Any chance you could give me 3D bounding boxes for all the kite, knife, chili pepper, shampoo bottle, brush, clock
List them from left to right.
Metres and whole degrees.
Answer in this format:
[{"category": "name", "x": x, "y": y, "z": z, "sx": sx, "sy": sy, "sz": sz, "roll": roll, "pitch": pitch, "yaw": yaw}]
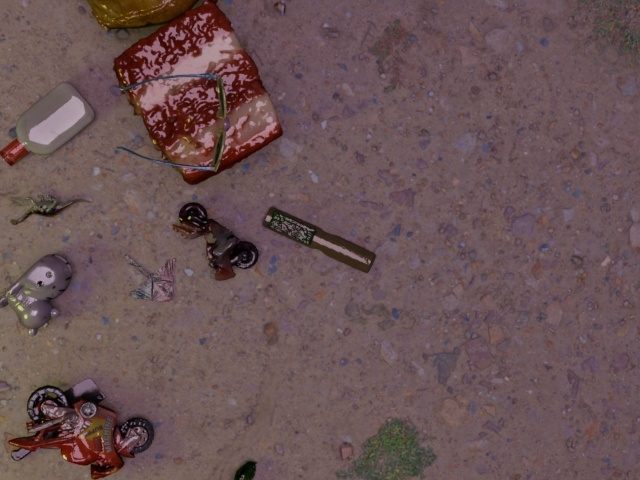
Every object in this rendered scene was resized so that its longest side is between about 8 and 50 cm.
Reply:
[{"category": "clock", "x": -0.618, "y": 0.118, "z": 1.801, "sx": 0.176, "sy": 0.080, "sz": 0.117, "roll": -45, "pitch": 98, "yaw": -3}, {"category": "shampoo bottle", "x": -0.615, "y": -0.249, "z": 1.796, "sx": 0.221, "sy": 0.051, "sz": 0.108, "roll": -40, "pitch": 100, "yaw": -5}, {"category": "knife", "x": -0.613, "y": 0.409, "z": 1.851, "sx": 0.245, "sy": 0.019, "sz": 0.072, "roll": -37, "pitch": 96, "yaw": -9}, {"category": "kite", "x": -0.393, "y": 0.082, "z": 1.872, "sx": 0.137, "sy": 0.005, "sz": 0.152, "roll": -39, "pitch": 98, "yaw": -7}, {"category": "chili pepper", "x": -0.157, "y": 0.668, "z": 1.909, "sx": 0.122, "sy": 0.065, "sz": 0.278, "roll": -23, "pitch": 92, "yaw": -3}, {"category": "brush", "x": 0.000, "y": 0.000, "z": 1.911, "sx": 0.282, "sy": 0.048, "sz": 0.054, "roll": 25, "pitch": 92, "yaw": -11}]

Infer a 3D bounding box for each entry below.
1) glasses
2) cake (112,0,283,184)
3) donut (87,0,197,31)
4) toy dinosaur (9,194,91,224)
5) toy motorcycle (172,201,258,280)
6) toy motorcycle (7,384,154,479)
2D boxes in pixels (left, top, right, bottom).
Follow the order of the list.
[{"category": "glasses", "x": -0.282, "y": -0.237, "z": 1.588, "sx": 0.221, "sy": 0.088, "sz": 0.189, "roll": 6, "pitch": 102, "yaw": 9}, {"category": "cake", "x": -0.261, "y": -0.301, "z": 1.738, "sx": 0.270, "sy": 0.269, "sz": 0.319, "roll": -32, "pitch": 98, "yaw": -6}, {"category": "donut", "x": -0.350, "y": -0.563, "z": 1.718, "sx": 0.330, "sy": 0.330, "sz": 0.160, "roll": -27, "pitch": 125, "yaw": -7}, {"category": "toy dinosaur", "x": -0.612, "y": -0.081, "z": 1.815, "sx": 0.180, "sy": 0.037, "sz": 0.058, "roll": -12, "pitch": 118, "yaw": -1}, {"category": "toy motorcycle", "x": -0.250, "y": 0.010, "z": 1.853, "sx": 0.212, "sy": 0.084, "sz": 0.118, "roll": 37, "pitch": 88, "yaw": -1}, {"category": "toy motorcycle", "x": -0.530, "y": 0.439, "z": 1.818, "sx": 0.298, "sy": 0.089, "sz": 0.171, "roll": 25, "pitch": 86, "yaw": -18}]
